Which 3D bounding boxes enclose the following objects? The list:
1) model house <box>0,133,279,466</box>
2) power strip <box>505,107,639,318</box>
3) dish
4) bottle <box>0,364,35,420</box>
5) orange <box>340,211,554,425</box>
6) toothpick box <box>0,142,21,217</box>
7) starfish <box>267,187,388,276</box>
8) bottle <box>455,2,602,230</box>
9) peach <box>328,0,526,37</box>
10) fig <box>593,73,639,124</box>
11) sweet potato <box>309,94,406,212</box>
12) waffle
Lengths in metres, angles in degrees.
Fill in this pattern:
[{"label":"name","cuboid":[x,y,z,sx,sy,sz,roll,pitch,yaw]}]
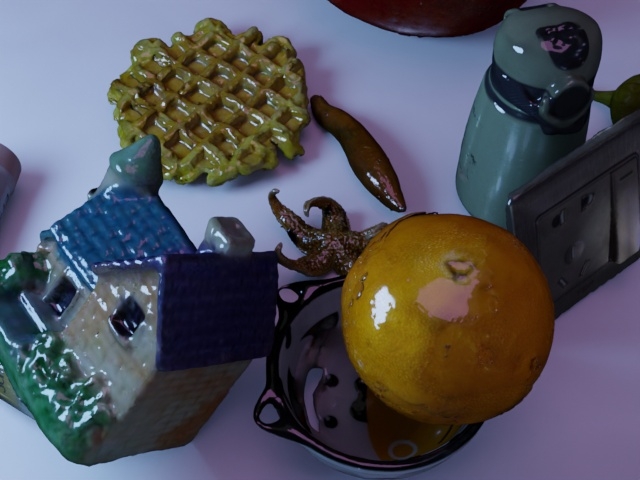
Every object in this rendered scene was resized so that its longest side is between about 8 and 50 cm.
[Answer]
[{"label":"model house","cuboid":[-0.215,0.052,1.331,0.245,0.280,0.312,2,42,-52]},{"label":"power strip","cuboid":[0.324,-0.026,1.476,0.251,0.257,0.092,-27,42,-18]},{"label":"dish","cuboid":[0.066,0.179,1.386,0.303,0.120,0.303,1,53,-1]},{"label":"bottle","cuboid":[-0.402,0.147,1.417,0.269,0.083,0.083,26,57,16]},{"label":"orange","cuboid":[0.138,0.087,1.252,0.240,0.240,0.240,1,53,-1]},{"label":"toothpick box","cuboid":[-0.479,-0.056,1.556,0.098,0.098,0.149,8,54,4]},{"label":"starfish","cuboid":[-0.001,-0.001,1.547,0.190,0.074,0.146,27,56,17]},{"label":"bottle","cuboid":[0.279,-0.165,1.510,0.168,0.347,0.168,1,55,-1]},{"label":"peach","cuboid":[0.174,-0.493,1.754,0.416,0.353,0.339,12,69,35]},{"label":"fig","cuboid":[0.452,-0.204,1.715,0.236,0.124,0.124,21,52,42]},{"label":"sweet potato","cuboid":[0.059,-0.132,1.661,0.057,0.057,0.264,-20,54,-16]},{"label":"waffle","cuboid":[-0.167,-0.210,1.703,0.302,0.068,0.325,-5,52,-6]}]
